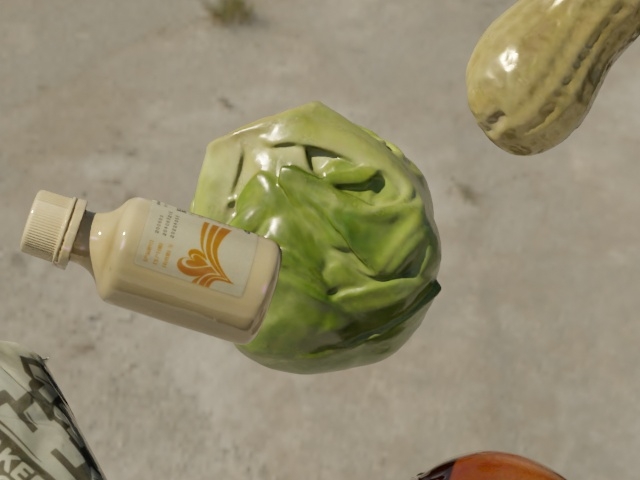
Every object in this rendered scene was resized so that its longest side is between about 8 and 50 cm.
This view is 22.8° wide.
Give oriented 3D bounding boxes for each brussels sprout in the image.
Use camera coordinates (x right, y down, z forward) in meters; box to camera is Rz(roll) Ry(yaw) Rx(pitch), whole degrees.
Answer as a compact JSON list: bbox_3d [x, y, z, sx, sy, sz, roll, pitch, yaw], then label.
[{"bbox_3d":[0.000,0.000,1.870,0.328,0.328,0.247,3,-7,-10],"label":"brussels sprout"}]

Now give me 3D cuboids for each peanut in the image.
[{"bbox_3d":[0.216,-0.188,1.384,0.123,0.123,0.256,29,77,28],"label":"peanut"}]

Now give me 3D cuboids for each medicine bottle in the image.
[{"bbox_3d":[-0.171,0.018,1.583,0.252,0.114,0.114,17,32,-7],"label":"medicine bottle"}]

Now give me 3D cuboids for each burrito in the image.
[{"bbox_3d":[-0.226,0.282,1.451,0.445,0.101,0.139,58,27,12],"label":"burrito"}]

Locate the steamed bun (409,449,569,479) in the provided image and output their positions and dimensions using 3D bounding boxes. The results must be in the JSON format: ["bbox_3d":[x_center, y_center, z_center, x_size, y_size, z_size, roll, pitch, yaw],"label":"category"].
[{"bbox_3d":[0.222,0.427,1.794,0.248,0.379,0.235,1,-11,-1],"label":"steamed bun"}]
